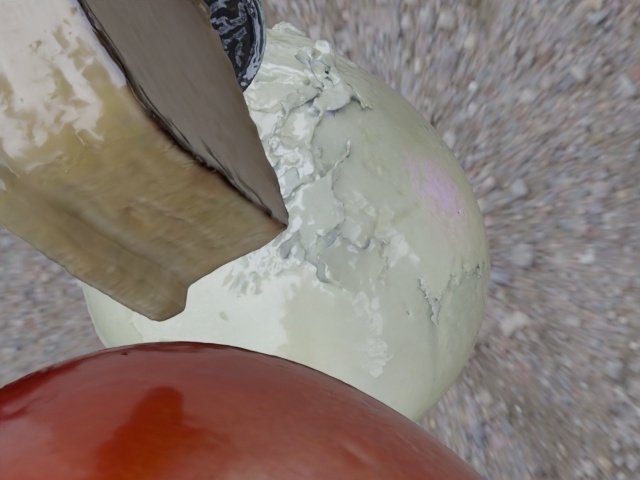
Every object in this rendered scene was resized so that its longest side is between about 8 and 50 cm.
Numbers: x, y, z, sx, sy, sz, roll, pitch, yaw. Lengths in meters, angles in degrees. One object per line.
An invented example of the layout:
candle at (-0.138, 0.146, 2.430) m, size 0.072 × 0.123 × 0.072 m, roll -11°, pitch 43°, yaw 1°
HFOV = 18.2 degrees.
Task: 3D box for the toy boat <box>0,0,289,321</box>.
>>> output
toy boat at (-0.078, -0.056, 0.614) m, size 0.061 × 0.188 × 0.116 m, roll -25°, pitch 64°, yaw 12°

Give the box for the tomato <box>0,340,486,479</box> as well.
tomato at (-0.042, 0.194, 0.697) m, size 0.321 × 0.321 × 0.322 m, roll 0°, pitch 90°, yaw 2°

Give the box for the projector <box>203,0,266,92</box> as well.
projector at (-0.170, -0.141, 1.348) m, size 0.108 × 0.337 × 0.108 m, roll -4°, pitch 98°, yaw -35°

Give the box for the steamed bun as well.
steamed bun at (0.000, 0.000, 1.523) m, size 0.312 × 0.233 × 0.334 m, roll 37°, pitch 50°, yaw -24°
